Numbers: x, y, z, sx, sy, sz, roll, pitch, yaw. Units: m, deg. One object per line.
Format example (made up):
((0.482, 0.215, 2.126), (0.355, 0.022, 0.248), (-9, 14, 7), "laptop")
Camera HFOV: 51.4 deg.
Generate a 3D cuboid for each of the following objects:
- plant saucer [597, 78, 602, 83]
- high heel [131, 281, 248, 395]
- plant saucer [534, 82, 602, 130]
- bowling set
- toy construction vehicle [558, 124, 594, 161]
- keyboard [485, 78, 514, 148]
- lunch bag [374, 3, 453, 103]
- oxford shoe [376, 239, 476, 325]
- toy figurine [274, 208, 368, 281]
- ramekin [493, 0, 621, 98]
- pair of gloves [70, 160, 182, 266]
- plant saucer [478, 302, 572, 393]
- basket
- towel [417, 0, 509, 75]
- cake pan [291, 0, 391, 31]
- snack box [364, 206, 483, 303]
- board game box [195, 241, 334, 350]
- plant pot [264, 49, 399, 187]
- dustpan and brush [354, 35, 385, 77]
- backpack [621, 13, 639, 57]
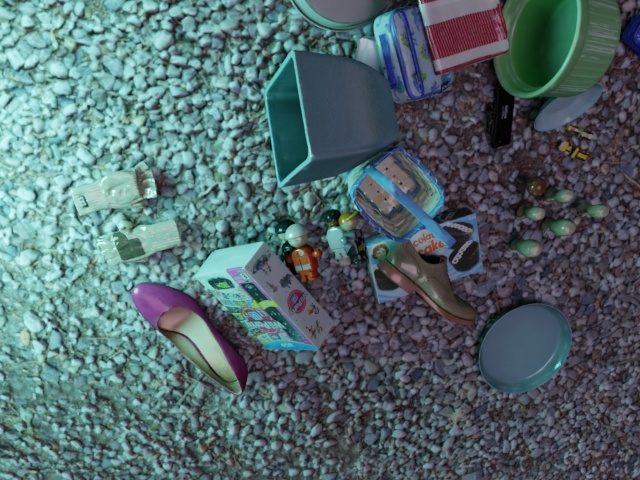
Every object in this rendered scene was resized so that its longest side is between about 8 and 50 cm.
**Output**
((0.686, -0.474, 1.777), (0.199, 0.037, 0.200), (-5, 112, -12), "plant saucer")
((-0.330, 0.251, 1.718), (0.377, 0.181, 0.127), (38, 98, -24), "high heel")
((0.650, -0.365, 1.769), (0.194, 0.038, 0.195), (-19, 158, -8), "plant saucer")
((0.640, -0.097, 1.877), (0.286, 0.154, 0.200), (-26, 97, -2), "bowling set")
((0.718, -0.276, 1.870), (0.098, 0.035, 0.086), (13, 118, -16), "toy construction vehicle")
((0.475, -0.346, 1.783), (0.100, 0.038, 0.192), (-16, 115, -34), "keyboard")
((0.221, -0.444, 1.589), (0.176, 0.090, 0.219), (-23, 103, -36), "lunch bag")
((0.319, 0.117, 1.805), (0.348, 0.123, 0.130), (33, 97, -27), "oxford shoe")
((0.000, 0.000, 1.695), (0.209, 0.213, 0.148), (-19, 98, -10), "toy figurine")
((0.569, -0.489, 1.604), (0.148, 0.303, 0.304), (2, 111, -23), "ramekin")
((-0.472, -0.058, 1.637), (0.204, 0.042, 0.240), (-22, 113, -2), "pair of gloves")
((0.633, 0.332, 2.080), (0.317, 0.044, 0.318), (-5, 113, -13), "plant saucer")
((0.201, -0.104, 1.656), (0.254, 0.289, 0.201), (41, 92, -24), "basket")
((0.327, -0.579, 1.569), (0.237, 0.037, 0.329), (-23, 105, -25), "towel")
((0.058, -0.634, 1.540), (0.293, 0.054, 0.293), (-5, 112, -13), "cake pan")
((0.288, 0.041, 1.864), (0.321, 0.060, 0.187), (-17, 115, -7), "snack box")
((-0.142, 0.150, 1.704), (0.303, 0.224, 0.098), (49, 56, -25), "board game box")
((0.035, -0.279, 1.541), (0.252, 0.247, 0.248), (-7, 82, -20), "plant pot")
((0.179, -0.425, 1.660), (0.211, 0.060, 0.147), (7, 119, -11), "dustpan and brush")
((0.876, -0.545, 1.766), (0.120, 0.101, 0.098), (29, 95, -19), "backpack")
